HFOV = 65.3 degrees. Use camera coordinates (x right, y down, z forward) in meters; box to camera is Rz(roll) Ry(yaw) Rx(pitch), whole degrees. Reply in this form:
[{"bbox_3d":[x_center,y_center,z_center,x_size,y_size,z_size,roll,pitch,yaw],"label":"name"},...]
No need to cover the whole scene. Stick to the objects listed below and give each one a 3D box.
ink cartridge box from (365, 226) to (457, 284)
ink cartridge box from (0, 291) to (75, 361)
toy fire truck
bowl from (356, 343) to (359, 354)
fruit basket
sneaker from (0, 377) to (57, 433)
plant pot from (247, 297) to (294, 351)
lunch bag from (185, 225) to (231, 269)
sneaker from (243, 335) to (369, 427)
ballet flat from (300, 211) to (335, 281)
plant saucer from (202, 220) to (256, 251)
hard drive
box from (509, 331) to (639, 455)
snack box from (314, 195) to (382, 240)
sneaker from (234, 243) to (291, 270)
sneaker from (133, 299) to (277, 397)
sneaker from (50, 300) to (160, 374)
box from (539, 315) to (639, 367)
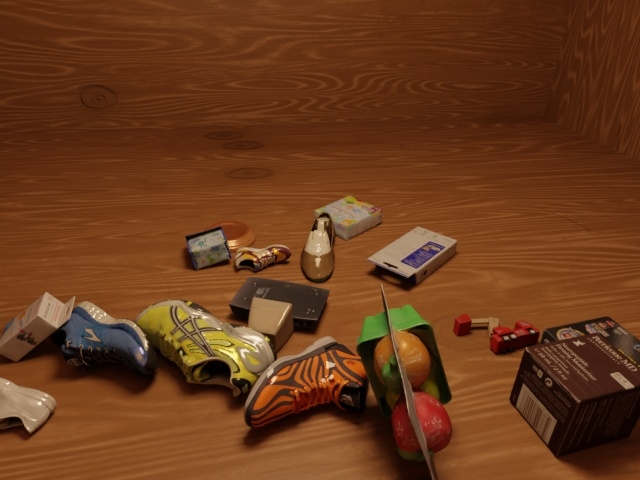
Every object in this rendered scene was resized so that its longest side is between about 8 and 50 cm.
[{"bbox_3d":[0.308,0.055,1.678,0.165,0.065,0.333,25,35,34],"label":"ink cartridge box"},{"bbox_3d":[-0.709,0.204,1.249,0.181,0.061,0.104,-38,33,5],"label":"ink cartridge box"},{"bbox_3d":[0.477,0.245,1.361,0.192,0.047,0.135,-9,29,-19],"label":"toy fire truck"},{"bbox_3d":[0.178,0.274,1.285,0.142,0.053,0.142,-18,36,-30],"label":"bowl"},{"bbox_3d":[0.166,0.308,0.970,0.166,0.327,0.353,-14,30,12],"label":"fruit basket"},{"bbox_3d":[-0.686,0.355,1.069,0.212,0.080,0.094,9,41,10],"label":"sneaker"},{"bbox_3d":[-0.137,0.227,1.304,0.109,0.109,0.096,8,40,11],"label":"plant pot"},{"bbox_3d":[-0.377,0.011,1.666,0.129,0.096,0.151,-17,32,-12],"label":"lunch bag"},{"bbox_3d":[-0.006,0.328,1.100,0.180,0.124,0.321,23,35,35],"label":"sneaker"},{"bbox_3d":[0.000,0.000,1.694,0.116,0.124,0.342,5,29,6],"label":"ballet flat"},{"bbox_3d":[-0.333,-0.021,1.801,0.200,0.037,0.200,1,29,-1],"label":"plant saucer"},{"bbox_3d":[-0.114,0.179,1.431,0.255,0.054,0.172,8,28,11],"label":"hard drive"},{"bbox_3d":[0.560,0.329,1.090,0.203,0.167,0.168,-7,30,-17],"label":"box"},{"bbox_3d":[0.107,-0.090,1.920,0.174,0.070,0.207,27,39,36],"label":"snack box"},{"bbox_3d":[-0.187,0.064,1.636,0.186,0.069,0.084,-5,38,-1],"label":"sneaker"},{"bbox_3d":[-0.302,0.253,1.201,0.385,0.145,0.147,11,30,19],"label":"sneaker"},{"bbox_3d":[-0.528,0.264,1.213,0.330,0.129,0.147,12,41,31],"label":"sneaker"},{"bbox_3d":[0.730,0.307,1.251,0.216,0.060,0.270,-6,30,-16],"label":"box"}]
